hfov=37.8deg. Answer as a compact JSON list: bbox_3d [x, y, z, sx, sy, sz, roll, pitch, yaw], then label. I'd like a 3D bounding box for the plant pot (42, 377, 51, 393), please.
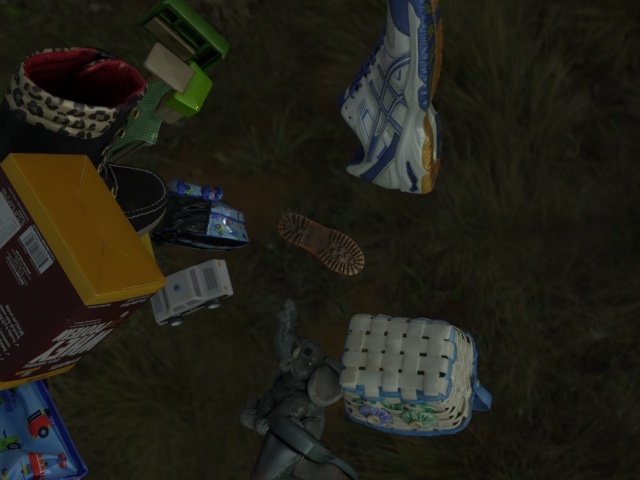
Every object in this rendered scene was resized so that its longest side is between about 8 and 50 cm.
[{"bbox_3d":[-0.560,0.283,1.556,0.167,0.167,0.165,44,116,24],"label":"plant pot"}]

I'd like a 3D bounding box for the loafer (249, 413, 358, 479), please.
[{"bbox_3d":[-0.026,0.279,1.144,0.096,0.267,0.084,32,79,24],"label":"loafer"}]

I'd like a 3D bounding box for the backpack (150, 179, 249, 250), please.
[{"bbox_3d":[-0.219,-0.040,1.760,0.173,0.158,0.117,9,83,-20],"label":"backpack"}]

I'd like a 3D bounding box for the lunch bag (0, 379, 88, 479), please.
[{"bbox_3d":[-0.442,0.215,1.185,0.221,0.138,0.293,-41,67,43],"label":"lunch bag"}]

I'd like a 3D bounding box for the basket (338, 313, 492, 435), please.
[{"bbox_3d":[0.152,0.238,1.625,0.255,0.289,0.201,2,72,21],"label":"basket"}]

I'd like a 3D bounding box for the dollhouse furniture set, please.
[{"bbox_3d":[-0.339,-0.294,1.761,0.301,0.151,0.197,-23,38,45],"label":"dollhouse furniture set"}]

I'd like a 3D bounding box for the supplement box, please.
[{"bbox_3d":[-0.322,0.034,1.075,0.194,0.129,0.191,-39,77,23],"label":"supplement box"}]

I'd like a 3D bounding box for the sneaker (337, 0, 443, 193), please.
[{"bbox_3d":[0.079,-0.187,1.149,0.131,0.296,0.112,9,36,16],"label":"sneaker"}]

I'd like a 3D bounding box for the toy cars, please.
[{"bbox_3d":[-0.370,0.072,1.967,0.394,0.087,0.176,19,86,26],"label":"toy cars"}]

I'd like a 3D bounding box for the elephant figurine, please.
[{"bbox_3d":[-0.033,0.257,1.725,0.169,0.186,0.239,23,79,10],"label":"elephant figurine"}]

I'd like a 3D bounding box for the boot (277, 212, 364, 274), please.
[{"bbox_3d":[0.000,0.000,1.526,0.158,0.084,0.059,32,91,-9],"label":"boot"}]

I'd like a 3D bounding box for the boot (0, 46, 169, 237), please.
[{"bbox_3d":[-0.321,-0.123,1.307,0.284,0.377,0.138,-50,60,32],"label":"boot"}]
